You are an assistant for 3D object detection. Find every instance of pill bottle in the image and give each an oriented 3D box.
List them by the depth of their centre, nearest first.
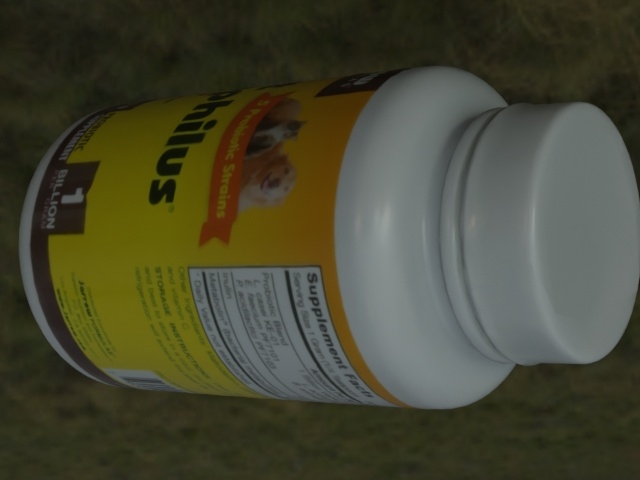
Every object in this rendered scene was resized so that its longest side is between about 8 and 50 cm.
[{"bbox_3d":[0.000,0.000,0.459,0.215,0.117,0.117,-2,171,36],"label":"pill bottle"}]
